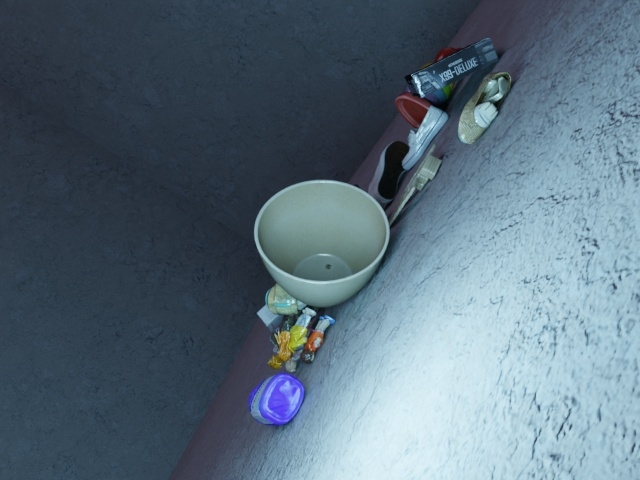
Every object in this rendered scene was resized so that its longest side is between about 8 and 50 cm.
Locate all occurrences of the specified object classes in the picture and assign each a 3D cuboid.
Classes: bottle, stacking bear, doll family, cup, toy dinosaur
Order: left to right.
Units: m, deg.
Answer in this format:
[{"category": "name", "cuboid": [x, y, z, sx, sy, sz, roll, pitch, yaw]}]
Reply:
[{"category": "bottle", "cuboid": [-0.121, 0.397, 1.502, 0.118, 0.092, 0.283, -60, 6, -22]}, {"category": "doll family", "cuboid": [-0.076, 0.280, 1.662, 0.163, 0.118, 0.263, -58, 4, -26]}, {"category": "toy dinosaur", "cuboid": [-0.065, 0.232, 1.878, 0.313, 0.121, 0.160, -62, 20, -15]}, {"category": "cup", "cuboid": [0.006, 0.041, 1.569, 0.237, 0.331, 0.331, 88, -154, -52]}, {"category": "stacking bear", "cuboid": [0.408, -0.557, 2.137, 0.289, 0.164, 0.175, -53, 4, -12]}]

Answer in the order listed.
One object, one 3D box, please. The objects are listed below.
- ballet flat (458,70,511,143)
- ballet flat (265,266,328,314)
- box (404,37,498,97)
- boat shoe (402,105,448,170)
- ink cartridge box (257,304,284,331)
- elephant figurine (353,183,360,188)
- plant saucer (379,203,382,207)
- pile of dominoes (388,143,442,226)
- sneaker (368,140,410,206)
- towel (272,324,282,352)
[{"category": "ballet flat", "cuboid": [0.371, -0.306, 1.353, 0.067, 0.073, 0.206, -16, 42, 60]}, {"category": "ballet flat", "cuboid": [-0.026, 0.121, 1.784, 0.348, 0.123, 0.123, -37, -13, -53]}, {"category": "box", "cuboid": [0.393, -0.528, 1.868, 0.243, 0.076, 0.307, -25, 11, 10]}, {"category": "boat shoe", "cuboid": [0.321, -0.337, 1.967, 0.226, 0.076, 0.083, -55, 5, 20]}, {"category": "ink cartridge box", "cuboid": [-0.141, 0.238, 2.102, 0.150, 0.063, 0.109, -41, -19, -11]}, {"category": "elephant figurine", "cuboid": [0.068, -0.105, 2.033, 0.186, 0.170, 0.239, 134, 140, -73]}, {"category": "plant saucer", "cuboid": [0.130, 0.007, 1.831, 0.188, 0.045, 0.188, -52, 7, 43]}, {"category": "pile of dominoes", "cuboid": [0.257, -0.133, 1.666, 0.196, 0.040, 0.251, -61, -2, -31]}, {"category": "sneaker", "cuboid": [0.219, -0.220, 2.049, 0.123, 0.106, 0.290, -46, 13, 54]}, {"category": "towel", "cuboid": [-0.139, 0.302, 2.249, 0.197, 0.029, 0.144, -75, -6, -49]}]
